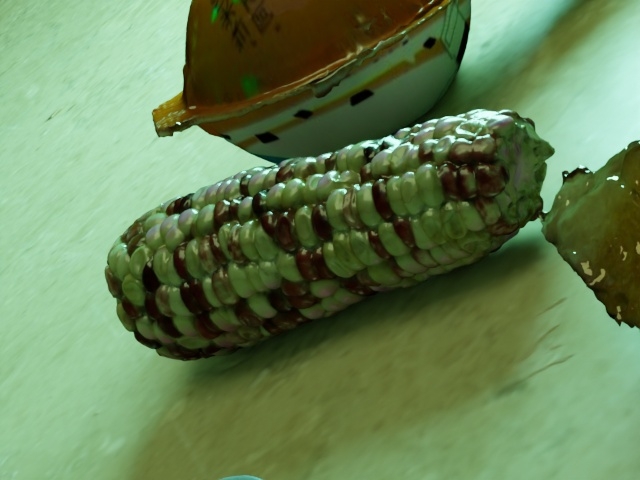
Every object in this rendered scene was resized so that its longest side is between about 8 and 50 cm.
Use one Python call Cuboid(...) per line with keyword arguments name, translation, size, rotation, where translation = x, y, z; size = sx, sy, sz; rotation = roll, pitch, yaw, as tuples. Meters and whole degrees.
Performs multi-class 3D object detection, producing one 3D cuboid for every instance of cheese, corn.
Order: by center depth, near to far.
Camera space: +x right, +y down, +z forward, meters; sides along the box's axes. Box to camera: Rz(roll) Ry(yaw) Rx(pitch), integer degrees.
Cuboid(name="corn", translation=(0.000, 0.000, 1.016), size=(0.280, 0.092, 0.092), rotation=(-16, 30, 39))
Cuboid(name="cheese", translation=(0.046, -0.145, 1.178), size=(0.329, 0.129, 0.217), rotation=(-28, 17, -2))

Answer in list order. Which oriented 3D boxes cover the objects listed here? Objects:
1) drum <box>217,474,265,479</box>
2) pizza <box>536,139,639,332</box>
Cuboid(name="drum", translation=(-0.062, 0.187, 0.767), size=(0.130, 0.049, 0.253), rotation=(-29, 22, 26))
Cuboid(name="pizza", translation=(0.178, -0.010, 0.738), size=(0.226, 0.069, 0.147), rotation=(-41, 44, 41))
